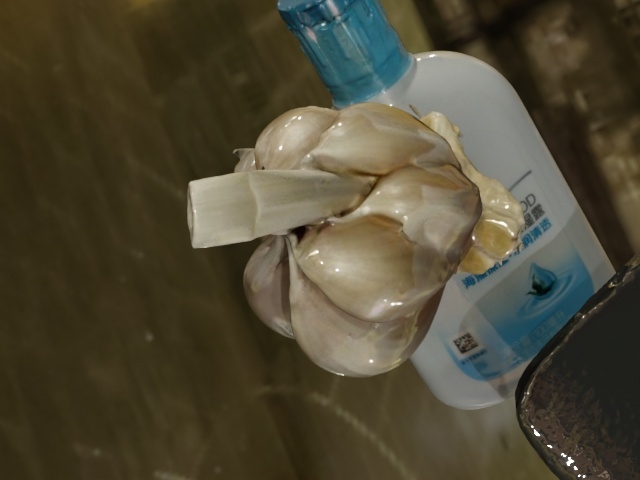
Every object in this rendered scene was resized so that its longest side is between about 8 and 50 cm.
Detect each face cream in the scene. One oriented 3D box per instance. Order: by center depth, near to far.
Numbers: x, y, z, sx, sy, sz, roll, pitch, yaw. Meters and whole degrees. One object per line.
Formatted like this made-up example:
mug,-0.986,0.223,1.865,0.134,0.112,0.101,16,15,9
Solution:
face cream,0.078,-0.042,1.152,0.337,0.163,0.080,58,-3,-27

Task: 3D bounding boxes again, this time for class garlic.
garlic,0.000,0.000,0.793,0.194,0.127,0.131,-10,67,-58

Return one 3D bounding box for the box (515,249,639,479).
box,0.246,0.105,1.092,0.201,0.212,0.042,48,-16,-7
